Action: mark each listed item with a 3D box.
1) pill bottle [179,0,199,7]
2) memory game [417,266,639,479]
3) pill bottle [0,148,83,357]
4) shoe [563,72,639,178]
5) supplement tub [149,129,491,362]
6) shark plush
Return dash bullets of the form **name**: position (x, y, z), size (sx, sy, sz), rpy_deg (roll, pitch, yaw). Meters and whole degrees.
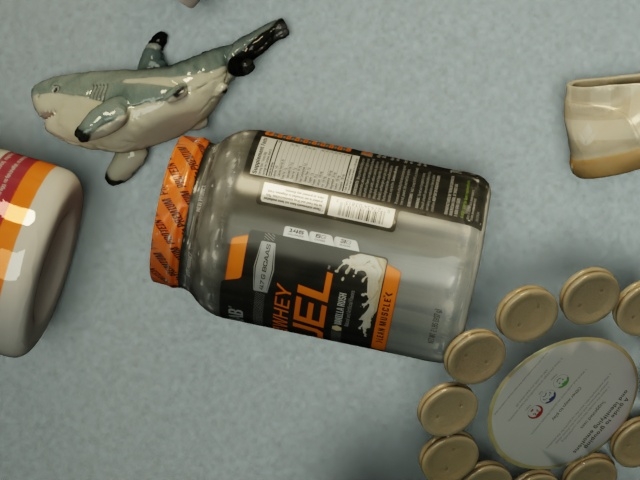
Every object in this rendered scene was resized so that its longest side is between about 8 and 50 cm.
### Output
- **pill bottle**: position (-0.049, -0.220, 1.125), size (0.087, 0.087, 0.160), rpy_deg (42, 97, 0)
- **memory game**: position (0.144, 0.094, 1.131), size (0.186, 0.012, 0.186), rpy_deg (-10, 125, -15)
- **pill bottle**: position (-0.266, -0.015, 1.147), size (0.221, 0.121, 0.121), rpy_deg (17, 97, 3)
- **shoe**: position (0.251, -0.089, 1.120), size (0.219, 0.076, 0.058), rpy_deg (-13, 100, 8)
- **supplement tub**: position (0.000, 0.000, 1.129), size (0.190, 0.117, 0.117), rpy_deg (11, 97, 4)
- **shark plush**: position (-0.099, -0.102, 1.160), size (0.161, 0.073, 0.067), rpy_deg (-30, 63, 12)
